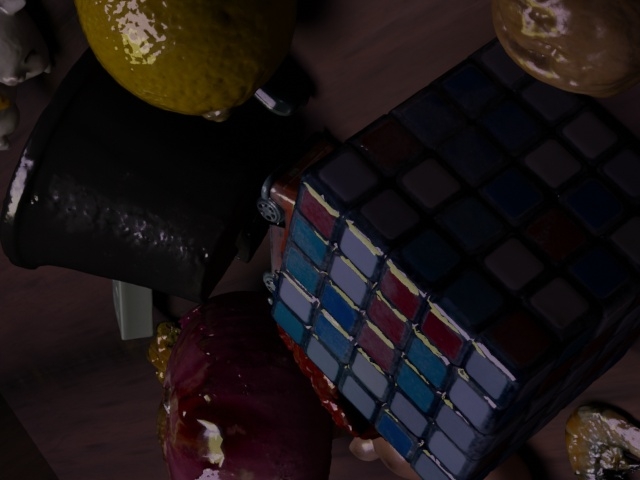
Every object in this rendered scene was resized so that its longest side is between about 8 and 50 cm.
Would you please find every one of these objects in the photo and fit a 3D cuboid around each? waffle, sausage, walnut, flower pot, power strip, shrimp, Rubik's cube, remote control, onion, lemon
[{"bbox_3d":[-0.191,0.243,2.656,0.291,0.051,0.291,38,150,26],"label":"waffle"},{"bbox_3d":[-0.055,-0.154,2.005,0.015,0.015,0.100,-3,120,59],"label":"sausage"},{"bbox_3d":[0.224,-0.201,1.362,0.166,0.149,0.166,41,-175,-4],"label":"walnut"},{"bbox_3d":[-0.190,-0.083,1.988,0.251,0.379,0.379,31,148,12],"label":"flower pot"},{"bbox_3d":[-0.302,0.022,2.532,0.385,0.062,0.091,96,159,-53],"label":"power strip"},{"bbox_3d":[0.354,0.283,1.818,0.150,0.051,0.217,-6,113,52],"label":"shrimp"},{"bbox_3d":[0.155,0.029,1.571,0.287,0.293,0.292,46,150,17],"label":"Rubik's cube"},{"bbox_3d":[-0.097,-0.238,1.913,0.222,0.072,0.042,49,131,9],"label":"remote control"},{"bbox_3d":[-0.084,0.243,2.244,0.358,0.345,0.358,34,132,49],"label":"onion"},{"bbox_3d":[-0.150,-0.273,1.766,0.267,0.267,0.267,39,150,28],"label":"lemon"}]

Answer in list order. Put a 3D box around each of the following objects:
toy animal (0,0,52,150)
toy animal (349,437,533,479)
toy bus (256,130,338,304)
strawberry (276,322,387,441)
[{"bbox_3d":[-0.509,-0.276,2.399,0.325,0.208,0.154,92,160,-46],"label":"toy animal"},{"bbox_3d":[0.174,0.285,2.016,0.248,0.149,0.165,39,138,4],"label":"toy animal"},{"bbox_3d":[0.000,0.000,1.991,0.120,0.121,0.265,30,146,23],"label":"toy bus"},{"bbox_3d":[0.075,0.099,1.856,0.257,0.261,0.261,-115,12,-46],"label":"strawberry"}]
